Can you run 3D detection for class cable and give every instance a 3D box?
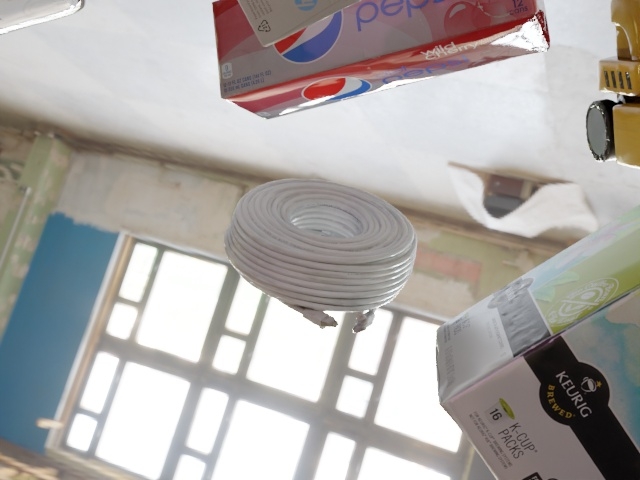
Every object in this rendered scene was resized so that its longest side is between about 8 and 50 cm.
[{"bbox_3d":[0.000,0.000,1.011,0.257,0.089,0.257,22,-150,21],"label":"cable"}]

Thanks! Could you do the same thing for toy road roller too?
[{"bbox_3d":[0.491,-0.223,1.015,0.202,0.241,0.329,-9,-166,0],"label":"toy road roller"}]

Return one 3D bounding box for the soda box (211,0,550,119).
[{"bbox_3d":[0.045,-0.176,0.620,0.263,0.092,0.083,-10,171,23],"label":"soda box"}]

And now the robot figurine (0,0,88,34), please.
[{"bbox_3d":[-0.273,-0.227,0.529,0.278,0.174,0.209,-19,157,-10],"label":"robot figurine"}]

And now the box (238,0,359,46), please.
[{"bbox_3d":[0.018,-0.212,0.409,0.145,0.186,0.038,60,-170,-29],"label":"box"}]

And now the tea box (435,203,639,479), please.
[{"bbox_3d":[0.329,0.162,0.698,0.329,0.323,0.220,55,-168,-4],"label":"tea box"}]
